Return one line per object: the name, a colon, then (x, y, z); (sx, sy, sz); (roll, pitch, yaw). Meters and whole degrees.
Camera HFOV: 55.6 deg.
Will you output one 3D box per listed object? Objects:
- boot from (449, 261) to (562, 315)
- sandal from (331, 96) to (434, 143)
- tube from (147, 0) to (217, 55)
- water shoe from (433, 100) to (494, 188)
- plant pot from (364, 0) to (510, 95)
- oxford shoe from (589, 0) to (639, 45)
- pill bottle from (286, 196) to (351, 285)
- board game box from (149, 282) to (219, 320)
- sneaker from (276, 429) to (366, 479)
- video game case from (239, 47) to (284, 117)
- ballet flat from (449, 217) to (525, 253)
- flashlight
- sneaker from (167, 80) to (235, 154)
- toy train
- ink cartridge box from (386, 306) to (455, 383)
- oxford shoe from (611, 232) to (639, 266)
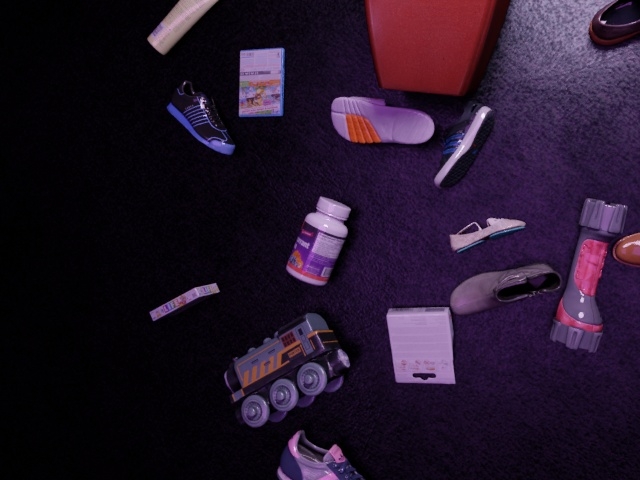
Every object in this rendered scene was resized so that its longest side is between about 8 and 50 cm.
boot: (0.378, 0.103, 1.277); (0.246, 0.161, 0.084); (-22, 85, 20)
sandal: (0.147, -0.272, 1.390); (0.265, 0.076, 0.102); (16, 122, 30)
tube: (-0.346, -0.586, 1.572); (0.240, 0.062, 0.070); (-44, 122, 11)
water shoe: (0.305, -0.211, 1.350); (0.080, 0.072, 0.203); (40, 102, 36)
plant pot: (0.239, -0.431, 1.268); (0.266, 0.267, 0.236); (11, 110, 19)
oxford shoe: (0.667, -0.468, 1.178); (0.271, 0.098, 0.097); (-26, 84, 19)
pill bottle: (0.000, 0.000, 1.439); (0.108, 0.108, 0.194); (25, 100, 17)
board game box: (-0.352, 0.160, 1.578); (0.154, 0.103, 0.026); (-28, 83, 19)
sneaker: (0.048, 0.567, 1.446); (0.318, 0.112, 0.131); (19, 102, 17)
video game case: (-0.148, -0.395, 1.526); (0.119, 0.015, 0.167); (3, 93, 19)
ballet flat: (0.362, -0.022, 1.336); (0.168, 0.057, 0.053); (-22, 75, 19)
flashlight: (0.553, 0.071, 1.240); (0.103, 0.103, 0.304); (17, 100, 29)
sneaker: (-0.294, -0.314, 1.547); (0.232, 0.081, 0.091); (40, 112, 15)
toy train: (-0.088, 0.319, 1.480); (0.333, 0.142, 0.190); (-33, 69, 20)
ink cartridge box: (0.237, 0.243, 1.410); (0.145, 0.045, 0.180); (-4, 109, 20)
oxford shoe: (0.696, 0.018, 1.204); (0.212, 0.076, 0.076); (-2, 93, 22)
